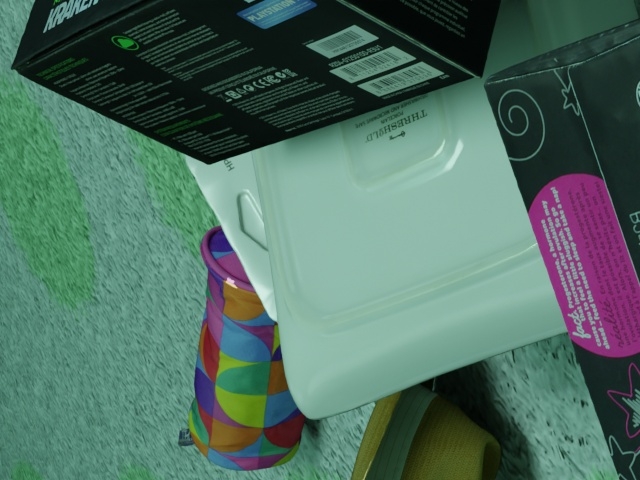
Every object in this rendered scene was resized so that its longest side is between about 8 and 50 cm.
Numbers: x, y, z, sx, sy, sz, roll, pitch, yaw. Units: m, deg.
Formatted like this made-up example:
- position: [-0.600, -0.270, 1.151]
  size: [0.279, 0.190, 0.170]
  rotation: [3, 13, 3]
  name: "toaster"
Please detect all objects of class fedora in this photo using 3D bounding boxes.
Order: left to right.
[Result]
- position: [0.072, 0.163, 1.187]
  size: [0.079, 0.194, 0.194]
  rotation: [16, 132, 14]
  name: "fedora"

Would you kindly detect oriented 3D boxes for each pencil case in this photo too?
- position: [-0.054, 0.081, 1.395]
  size: [0.104, 0.104, 0.236]
  rotation: [52, 148, 33]
  name: "pencil case"

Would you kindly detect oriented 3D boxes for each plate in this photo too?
- position: [0.050, -0.068, 0.957]
  size: [0.277, 0.045, 0.278]
  rotation: [-24, 70, 41]
  name: "plate"

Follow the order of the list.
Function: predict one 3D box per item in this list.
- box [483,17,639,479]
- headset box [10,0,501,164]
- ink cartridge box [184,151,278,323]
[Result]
- position: [0.207, 0.011, 0.763]
  size: [0.163, 0.142, 0.247]
  rotation: [-16, 94, 52]
  name: "box"
- position: [-0.009, -0.206, 0.891]
  size: [0.246, 0.131, 0.283]
  rotation: [-11, 58, 56]
  name: "headset box"
- position: [0.000, 0.000, 1.149]
  size: [0.139, 0.082, 0.190]
  rotation: [61, -175, 17]
  name: "ink cartridge box"
